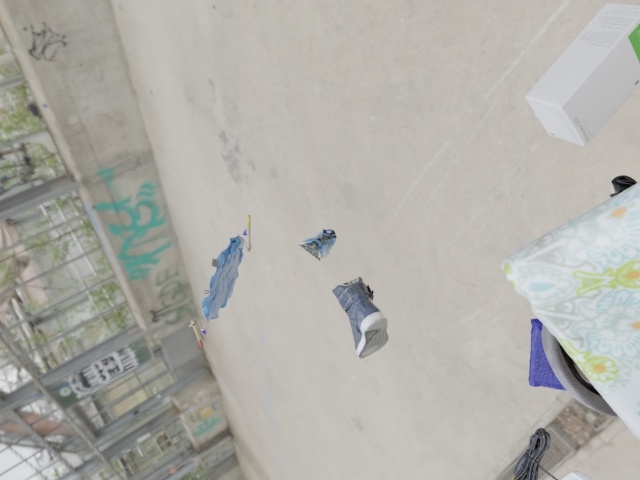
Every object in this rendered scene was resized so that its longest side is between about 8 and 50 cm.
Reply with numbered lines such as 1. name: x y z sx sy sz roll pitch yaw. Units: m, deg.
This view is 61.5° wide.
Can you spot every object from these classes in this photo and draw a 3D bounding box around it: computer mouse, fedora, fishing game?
1. computer mouse: 0.355 0.350 0.720 0.193 0.106 0.042 30 -176 33
2. fedora: 0.607 0.262 1.206 0.124 0.244 0.275 95 151 -64
3. fishing game: -0.201 0.073 1.077 0.041 0.264 0.189 19 151 6

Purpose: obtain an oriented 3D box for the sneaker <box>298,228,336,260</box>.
1. sneaker: 0.000 0.000 1.240 0.063 0.073 0.162 37 -174 6

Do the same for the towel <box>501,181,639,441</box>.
1. towel: 0.469 0.089 0.663 0.321 0.090 0.374 -36 101 27

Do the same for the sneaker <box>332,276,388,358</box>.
1. sneaker: 0.097 0.189 1.348 0.163 0.086 0.226 56 160 31

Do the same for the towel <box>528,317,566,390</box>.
1. towel: 0.784 0.341 1.604 0.076 0.309 0.227 -42 -48 -71

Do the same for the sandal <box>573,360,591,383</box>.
1. sandal: 0.554 0.239 1.113 0.219 0.090 0.060 -73 -27 -71

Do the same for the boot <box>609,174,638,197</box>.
1. boot: 1.053 -0.079 1.803 0.207 0.094 0.246 41 -146 -47

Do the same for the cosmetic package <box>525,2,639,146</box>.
1. cosmetic package: 0.811 -0.487 1.587 0.197 0.365 0.155 36 -175 -36
